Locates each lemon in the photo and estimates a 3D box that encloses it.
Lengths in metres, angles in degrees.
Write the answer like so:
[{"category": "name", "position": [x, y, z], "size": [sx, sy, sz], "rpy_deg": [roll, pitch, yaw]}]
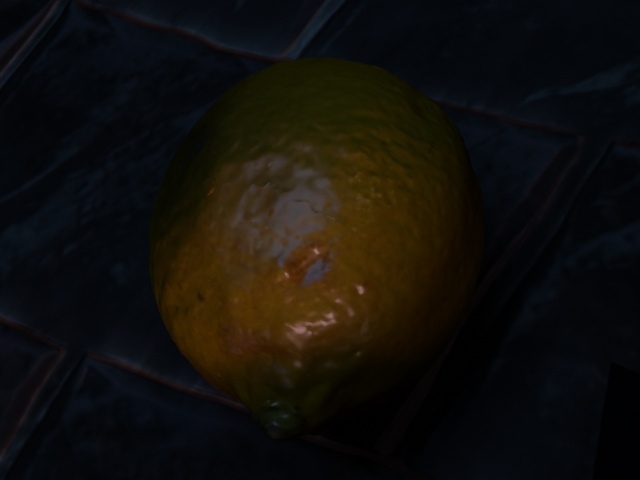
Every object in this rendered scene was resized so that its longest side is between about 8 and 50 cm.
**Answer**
[{"category": "lemon", "position": [0.000, 0.000, 1.000], "size": [0.188, 0.188, 0.256], "rpy_deg": [-6, 46, 24]}]

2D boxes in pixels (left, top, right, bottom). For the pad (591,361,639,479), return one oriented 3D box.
[{"category": "pad", "position": [0.185, 0.176, 0.780], "size": [0.170, 0.006, 0.245], "rpy_deg": [25, 47, -7]}]
